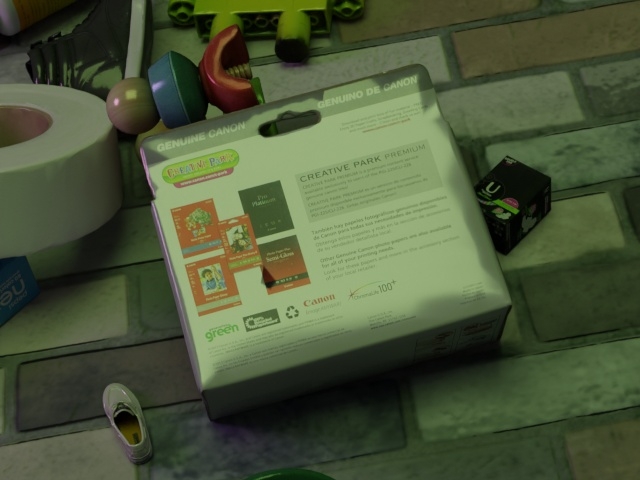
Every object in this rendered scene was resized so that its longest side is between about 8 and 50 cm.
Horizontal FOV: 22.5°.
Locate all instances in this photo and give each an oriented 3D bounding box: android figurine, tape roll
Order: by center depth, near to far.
[{"bbox_3d":[-0.358,-0.079,1.744,0.286,0.100,0.286,-3,25,1],"label":"tape roll"},{"bbox_3d":[-0.066,-0.326,2.015,0.248,0.056,0.273,-3,49,7],"label":"android figurine"}]

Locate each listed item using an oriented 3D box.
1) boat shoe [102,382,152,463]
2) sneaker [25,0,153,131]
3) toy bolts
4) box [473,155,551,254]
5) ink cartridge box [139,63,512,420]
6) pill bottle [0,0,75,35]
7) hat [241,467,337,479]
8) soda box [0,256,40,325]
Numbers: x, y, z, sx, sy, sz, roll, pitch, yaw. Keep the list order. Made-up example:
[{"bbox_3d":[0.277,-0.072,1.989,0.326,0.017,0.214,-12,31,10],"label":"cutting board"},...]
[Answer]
[{"bbox_3d":[-0.194,0.175,1.601,0.035,0.035,0.100,-19,49,-8],"label":"boat shoe"},{"bbox_3d":[-0.279,-0.251,1.946,0.147,0.104,0.295,-1,53,1],"label":"sneaker"},{"bbox_3d":[-0.130,-0.100,1.723,0.158,0.228,0.218,-16,58,3],"label":"toy bolts"},{"bbox_3d":[0.199,-0.038,1.718,0.062,0.052,0.083,31,59,29],"label":"box"},{"bbox_3d":[0.000,0.000,1.604,0.309,0.130,0.272,-15,71,-5],"label":"ink cartridge box"},{"bbox_3d":[-0.369,-0.336,2.031,0.215,0.117,0.117,-33,52,-20],"label":"pill bottle"},{"bbox_3d":[-0.046,0.282,1.491,0.173,0.183,0.208,-30,92,-9],"label":"hat"},{"bbox_3d":[-0.400,0.082,1.692,0.067,0.071,0.210,30,59,31],"label":"soda box"}]
